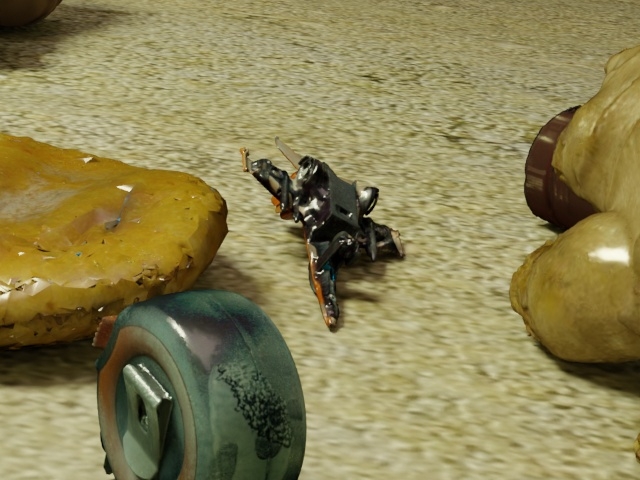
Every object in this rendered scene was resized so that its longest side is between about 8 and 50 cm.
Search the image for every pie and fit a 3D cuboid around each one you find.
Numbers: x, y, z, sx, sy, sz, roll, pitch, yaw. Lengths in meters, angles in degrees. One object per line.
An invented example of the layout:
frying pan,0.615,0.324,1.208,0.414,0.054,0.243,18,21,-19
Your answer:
pie,-0.185,-0.009,0.659,0.273,0.069,0.273,5,20,-2

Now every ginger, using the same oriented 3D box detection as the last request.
ginger,0.202,0.006,0.575,0.236,0.166,0.375,-2,30,21

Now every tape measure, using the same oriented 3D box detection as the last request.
tape measure,-0.101,0.073,0.421,0.180,0.107,0.104,1,25,-23

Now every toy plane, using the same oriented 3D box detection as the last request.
toy plane,0.006,-0.009,0.727,0.135,0.062,0.188,28,18,-20

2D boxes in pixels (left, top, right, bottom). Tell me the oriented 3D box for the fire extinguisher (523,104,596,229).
fire extinguisher,0.298,-0.017,0.744,0.105,0.141,0.341,38,-7,-41

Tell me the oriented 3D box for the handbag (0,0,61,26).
handbag,-0.438,-0.396,1.276,0.302,0.283,0.149,8,23,3
